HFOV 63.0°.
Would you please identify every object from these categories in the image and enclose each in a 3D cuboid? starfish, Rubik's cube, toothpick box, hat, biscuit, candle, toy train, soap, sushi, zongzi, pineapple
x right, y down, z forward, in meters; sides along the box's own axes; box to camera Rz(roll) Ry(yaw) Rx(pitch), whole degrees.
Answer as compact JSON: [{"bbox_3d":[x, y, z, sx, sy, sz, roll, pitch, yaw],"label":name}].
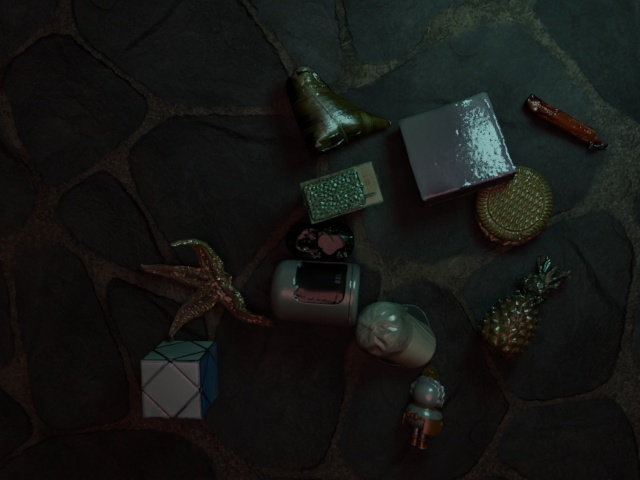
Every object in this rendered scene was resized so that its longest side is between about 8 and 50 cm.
[{"bbox_3d":[-0.401,0.167,1.761,0.384,0.132,0.398,-21,108,14],"label":"starfish"},{"bbox_3d":[-0.469,0.465,1.760,0.207,0.205,0.205,1,97,3],"label":"Rubik's cube"},{"bbox_3d":[-0.032,0.174,1.699,0.316,0.229,0.229,4,97,6],"label":"toothpick box"},{"bbox_3d":[0.243,0.321,1.716,0.275,0.161,0.232,32,102,-3],"label":"hat"},{"bbox_3d":[0.613,-0.109,1.670,0.259,0.079,0.259,0,96,3],"label":"biscuit"},{"bbox_3d":[0.772,-0.367,1.638,0.302,0.084,0.059,28,130,-6],"label":"candle"},{"bbox_3d":[0.063,-0.147,1.646,0.266,0.202,0.145,-17,94,3],"label":"toy train"},{"bbox_3d":[0.414,-0.282,1.616,0.296,0.107,0.285,-15,80,8],"label":"soap"},{"bbox_3d":[0.000,0.000,1.708,0.225,0.127,0.124,3,97,6],"label":"sushi"},{"bbox_3d":[0.056,-0.434,1.660,0.288,0.134,0.286,-20,91,-7],"label":"zongzi"},{"bbox_3d":[0.659,0.213,1.676,0.361,0.175,0.175,-44,92,-6],"label":"pineapple"}]

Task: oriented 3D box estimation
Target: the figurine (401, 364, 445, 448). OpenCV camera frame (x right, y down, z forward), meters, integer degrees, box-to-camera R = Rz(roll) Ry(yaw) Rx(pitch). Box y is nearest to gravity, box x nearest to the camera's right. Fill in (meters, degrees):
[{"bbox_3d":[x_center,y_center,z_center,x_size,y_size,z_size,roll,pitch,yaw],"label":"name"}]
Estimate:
[{"bbox_3d":[0.346,0.556,1.748,0.143,0.143,0.271,-1,99,4],"label":"figurine"}]
